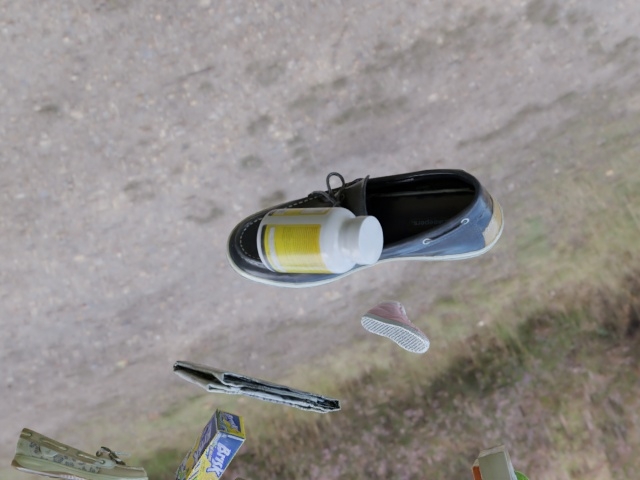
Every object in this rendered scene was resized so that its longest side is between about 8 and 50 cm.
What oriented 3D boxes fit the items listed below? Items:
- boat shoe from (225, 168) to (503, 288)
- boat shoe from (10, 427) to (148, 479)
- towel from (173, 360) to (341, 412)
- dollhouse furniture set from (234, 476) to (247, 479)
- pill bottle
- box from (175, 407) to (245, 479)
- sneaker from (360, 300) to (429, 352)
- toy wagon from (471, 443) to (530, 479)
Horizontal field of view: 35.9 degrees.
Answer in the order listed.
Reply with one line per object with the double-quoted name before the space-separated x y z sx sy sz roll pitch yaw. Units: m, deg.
"boat shoe" 0.066 -0.033 1.737 0.500 0.187 0.156 -7 151 13
"boat shoe" -0.498 0.462 2.076 0.285 0.089 0.104 15 159 -16
"towel" -0.154 0.345 2.284 0.312 0.056 0.324 19 170 -24
"dollhouse furniture set" -0.099 0.503 1.391 0.242 0.161 0.212 -42 128 -37
"pill bottle" 0.000 0.000 1.545 0.184 0.103 0.103 0 167 33
"box" -0.193 0.375 1.716 0.054 0.059 0.169 21 117 -22
"sneaker" 0.144 0.145 1.732 0.070 0.134 0.051 -40 141 -39
"toy wagon" 0.282 0.454 1.338 0.068 0.344 0.267 -16 171 10
